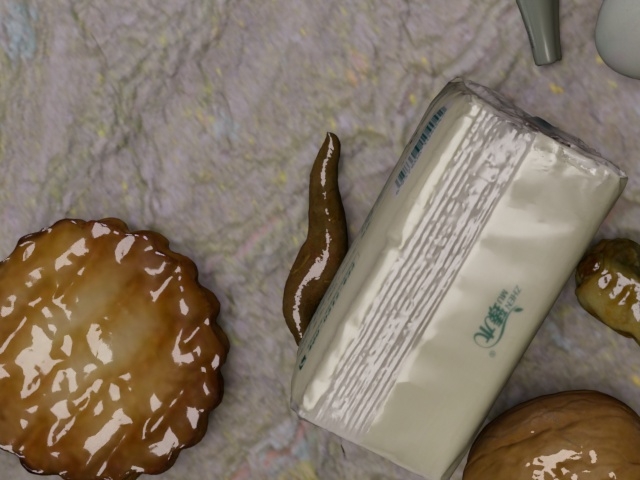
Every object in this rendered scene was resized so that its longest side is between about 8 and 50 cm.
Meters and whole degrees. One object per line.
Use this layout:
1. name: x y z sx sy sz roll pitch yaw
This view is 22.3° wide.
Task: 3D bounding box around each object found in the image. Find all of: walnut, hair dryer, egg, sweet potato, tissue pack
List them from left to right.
1. sweet potato: 0.002 -0.002 1.879 0.059 0.069 0.249 21 102 45
2. tissue pack: 0.138 0.032 1.724 0.207 0.297 0.380 28 101 -3
3. walnut: 0.267 0.264 1.773 0.221 0.195 0.195 -24 88 9
4. hair dryer: 0.277 -0.266 1.766 0.199 0.067 0.167 23 125 49
5. egg: 0.390 -0.250 1.730 0.209 0.151 0.151 -31 86 21

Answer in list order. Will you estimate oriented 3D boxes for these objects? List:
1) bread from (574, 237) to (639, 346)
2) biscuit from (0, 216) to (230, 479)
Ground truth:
1. bread: 0.400 0.089 1.779 0.269 0.087 0.098 32 100 10
2. biscuit: -0.262 0.133 1.933 0.325 0.107 0.326 0 91 11
